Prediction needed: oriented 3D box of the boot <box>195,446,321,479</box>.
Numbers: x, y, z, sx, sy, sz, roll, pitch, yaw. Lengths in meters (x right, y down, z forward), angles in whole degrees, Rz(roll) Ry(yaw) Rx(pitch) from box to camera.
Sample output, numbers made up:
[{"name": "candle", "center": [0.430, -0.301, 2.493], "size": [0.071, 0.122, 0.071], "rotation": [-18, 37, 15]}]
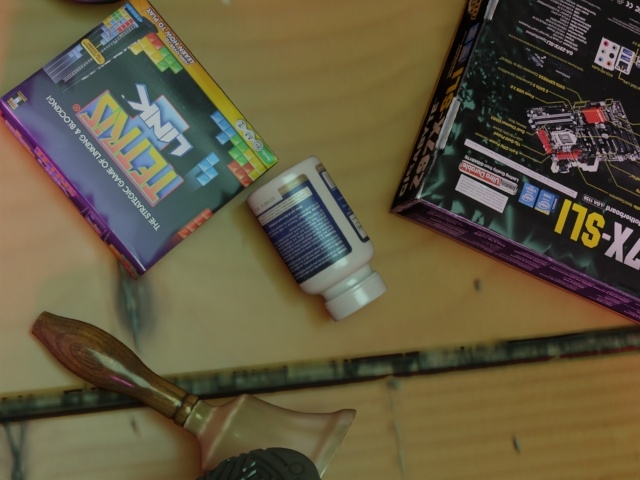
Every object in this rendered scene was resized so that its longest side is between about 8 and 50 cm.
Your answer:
[{"name": "boot", "center": [-0.063, 0.253, 1.099], "size": [0.189, 0.208, 0.076], "rotation": [-33, 50, -11]}]

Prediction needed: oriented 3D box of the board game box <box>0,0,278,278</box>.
[{"name": "board game box", "center": [-0.140, -0.080, 1.211], "size": [0.141, 0.048, 0.170], "rotation": [-42, 94, -19]}]

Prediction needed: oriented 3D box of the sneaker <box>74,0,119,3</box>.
[{"name": "sneaker", "center": [-0.203, -0.344, 1.187], "size": [0.122, 0.146, 0.331], "rotation": [-17, 88, -19]}]

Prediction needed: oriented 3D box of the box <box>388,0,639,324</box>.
[{"name": "box", "center": [0.249, -0.079, 1.309], "size": [0.322, 0.079, 0.257], "rotation": [23, 77, -11]}]

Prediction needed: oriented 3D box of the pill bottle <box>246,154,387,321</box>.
[{"name": "pill bottle", "center": [0.000, 0.000, 1.228], "size": [0.067, 0.067, 0.120], "rotation": [-32, 91, -18]}]

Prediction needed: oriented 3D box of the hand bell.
[{"name": "hand bell", "center": [-0.107, 0.121, 1.172], "size": [0.242, 0.126, 0.126], "rotation": [30, 74, 2]}]
